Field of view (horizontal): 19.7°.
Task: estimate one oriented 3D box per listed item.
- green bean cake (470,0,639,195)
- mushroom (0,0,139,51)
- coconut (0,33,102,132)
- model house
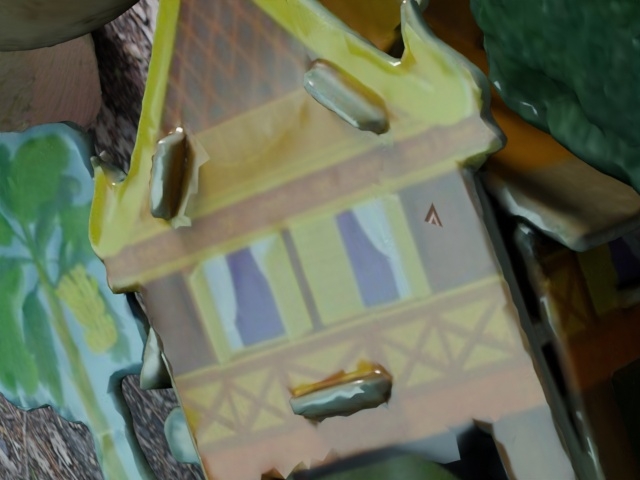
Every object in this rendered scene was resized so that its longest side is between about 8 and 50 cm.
[{"bbox_3d":[0.106,-0.192,0.602,0.308,0.169,0.300,37,144,40],"label":"green bean cake"},{"bbox_3d":[-0.126,-0.269,0.872,0.362,0.295,0.362,-6,82,55],"label":"mushroom"},{"bbox_3d":[-0.296,-0.128,1.276,0.297,0.254,0.297,43,174,6],"label":"coconut"},{"bbox_3d":[0.000,0.000,0.826,0.358,0.242,0.312,-21,86,39],"label":"model house"}]
